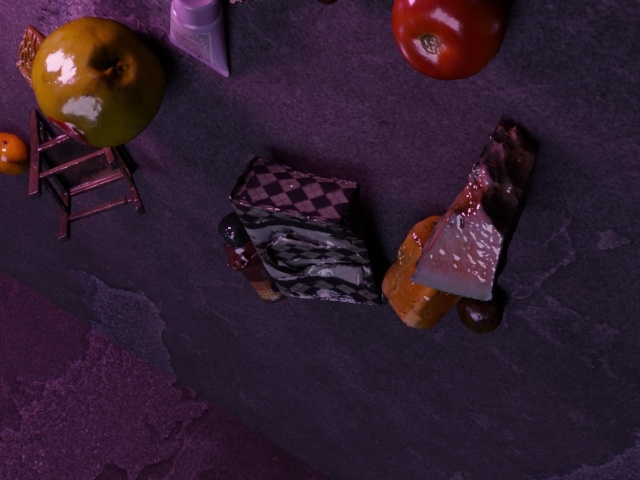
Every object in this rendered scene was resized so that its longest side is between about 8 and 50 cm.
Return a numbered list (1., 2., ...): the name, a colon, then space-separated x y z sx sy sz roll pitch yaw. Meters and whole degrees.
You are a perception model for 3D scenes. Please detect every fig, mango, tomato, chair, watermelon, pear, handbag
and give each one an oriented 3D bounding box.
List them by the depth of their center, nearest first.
1. tomato: 0.206 -0.351 1.329 0.195 0.136 0.195 25 151 15
2. watermelon: 0.309 -0.034 1.561 0.151 0.264 0.302 30 146 5
3. pear: -0.507 -0.347 1.879 0.287 0.287 0.375 44 164 -16
4. fig: 0.370 0.168 1.941 0.109 0.103 0.155 62 173 26
5. handbag: 0.000 0.000 1.984 0.316 0.180 0.416 13 149 25
6. chair: -0.638 -0.223 2.267 0.240 0.416 0.203 -23 133 2
7. mango: -0.966 -0.260 2.560 0.145 0.112 0.219 45 152 -23

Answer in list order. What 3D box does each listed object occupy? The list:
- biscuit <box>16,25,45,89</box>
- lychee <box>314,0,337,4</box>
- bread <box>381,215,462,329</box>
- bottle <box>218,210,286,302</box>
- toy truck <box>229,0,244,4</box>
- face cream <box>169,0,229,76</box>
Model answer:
1. biscuit: -0.727 -0.455 2.146 0.176 0.031 0.229 17 146 23
2. lychee: 0.003 -0.443 1.454 0.083 0.068 0.067 52 158 18
3. bread: 0.245 0.081 1.866 0.167 0.132 0.294 51 155 19
4. bottle: -0.176 0.042 2.206 0.143 0.156 0.271 -27 127 12
5. toy truck: -0.137 -0.481 1.546 0.123 0.052 0.063 1 130 44
6. face cream: -0.248 -0.432 1.697 0.154 0.096 0.274 29 162 2
